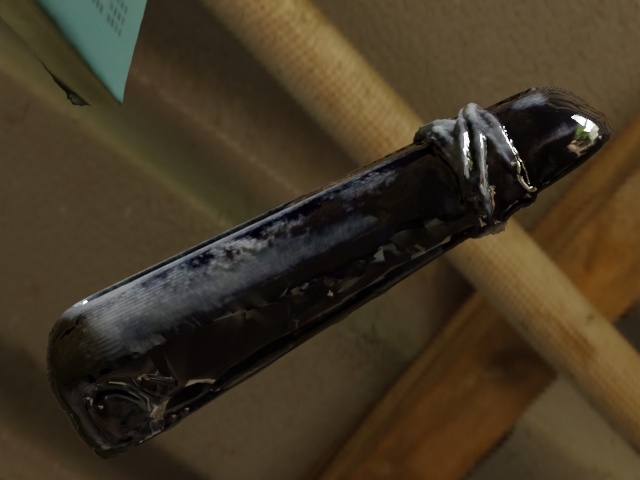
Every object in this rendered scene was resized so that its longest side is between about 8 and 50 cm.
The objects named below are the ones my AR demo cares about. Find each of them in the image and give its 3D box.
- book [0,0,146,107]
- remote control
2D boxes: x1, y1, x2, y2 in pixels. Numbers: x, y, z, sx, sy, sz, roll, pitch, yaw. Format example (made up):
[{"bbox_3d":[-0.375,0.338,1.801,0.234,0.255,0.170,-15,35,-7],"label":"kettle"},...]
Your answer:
[{"bbox_3d":[-0.108,-0.283,0.815,0.031,0.379,0.264,5,-20,20],"label":"book"},{"bbox_3d":[0.000,0.000,0.743,0.266,0.090,0.066,-31,-71,-1],"label":"remote control"}]
